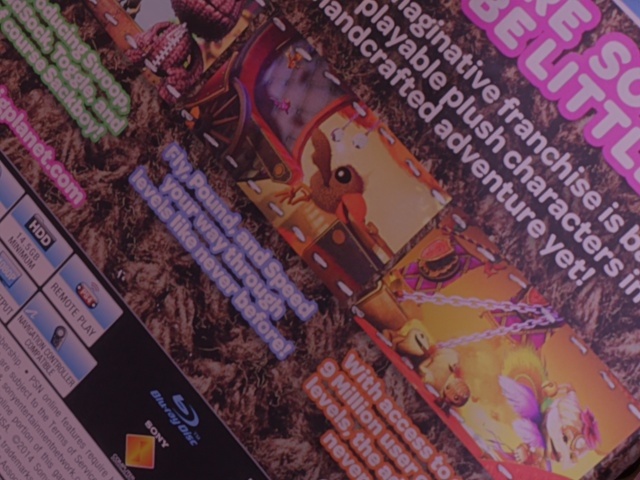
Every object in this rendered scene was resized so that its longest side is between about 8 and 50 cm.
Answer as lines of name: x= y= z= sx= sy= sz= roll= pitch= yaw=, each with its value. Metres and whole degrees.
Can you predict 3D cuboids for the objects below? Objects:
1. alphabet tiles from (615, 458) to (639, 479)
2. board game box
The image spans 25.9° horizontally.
alphabet tiles: x=0.056 y=0.210 z=0.515 sx=0.285 sy=0.011 sz=0.342 roll=25 pitch=100 yaw=16
board game box: x=0.000 y=0.000 z=0.445 sx=0.291 sy=0.141 sz=0.232 roll=-44 pitch=76 yaw=14
